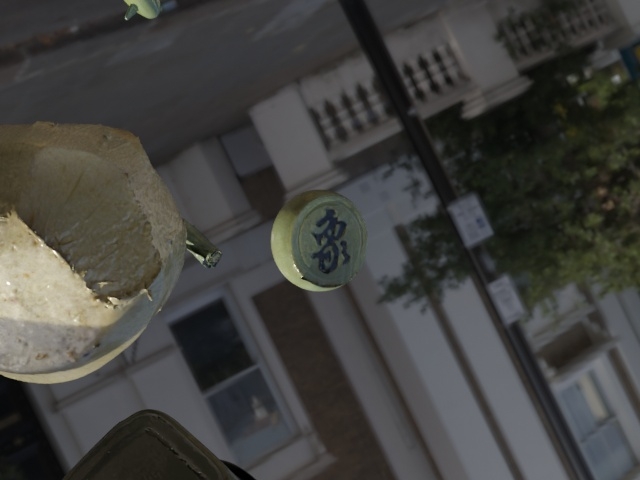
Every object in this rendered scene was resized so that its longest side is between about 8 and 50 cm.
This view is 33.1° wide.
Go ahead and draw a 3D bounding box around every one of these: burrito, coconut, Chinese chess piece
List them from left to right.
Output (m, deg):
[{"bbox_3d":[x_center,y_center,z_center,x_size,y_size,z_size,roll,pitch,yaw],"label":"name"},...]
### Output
[{"bbox_3d":[-0.361,-0.001,1.478,0.346,0.346,0.360,-26,-161,11],"label":"coconut"},{"bbox_3d":[-0.212,-0.001,1.758,0.044,0.118,0.074,-49,161,-1],"label":"burrito"},{"bbox_3d":[0.000,0.000,1.516,0.144,0.144,0.058,-26,-164,-31],"label":"Chinese chess piece"}]

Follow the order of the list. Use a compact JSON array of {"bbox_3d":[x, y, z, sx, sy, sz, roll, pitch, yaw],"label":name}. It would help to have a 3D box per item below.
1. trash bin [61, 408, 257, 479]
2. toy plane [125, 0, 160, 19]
[{"bbox_3d":[-0.151,0.327,1.175,0.220,0.219,0.250,-47,146,-16],"label":"trash bin"},{"bbox_3d":[-0.145,-0.198,0.753,0.102,0.111,0.040,6,-132,37],"label":"toy plane"}]
